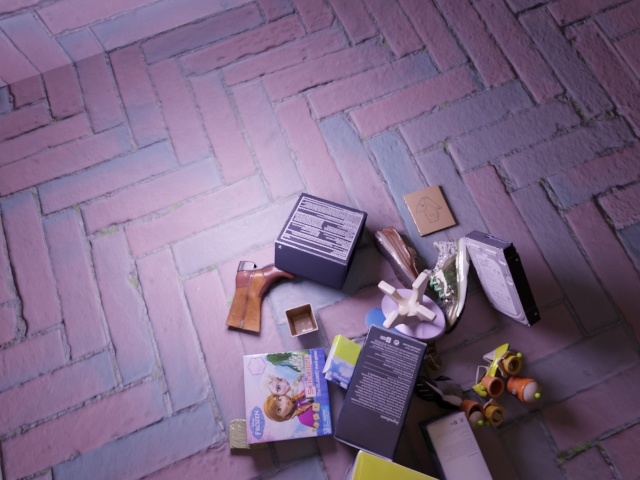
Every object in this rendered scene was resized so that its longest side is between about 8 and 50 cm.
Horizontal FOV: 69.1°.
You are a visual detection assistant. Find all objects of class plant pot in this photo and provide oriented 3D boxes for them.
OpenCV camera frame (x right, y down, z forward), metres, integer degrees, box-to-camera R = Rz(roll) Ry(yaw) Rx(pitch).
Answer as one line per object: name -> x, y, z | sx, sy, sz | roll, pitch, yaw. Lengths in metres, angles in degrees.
plant pot -> -0.074, 0.325, 1.855 | 0.108, 0.096, 0.109 | -16, 71, -3

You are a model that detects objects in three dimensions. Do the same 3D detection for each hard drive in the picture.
hard drive -> 0.674, 0.137, 1.739 | 0.064, 0.237, 0.339 | -29, 109, -9

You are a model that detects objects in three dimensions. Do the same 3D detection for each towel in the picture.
towel -> -0.274, 0.734, 1.763 | 0.147, 0.027, 0.110 | -3, 71, 2

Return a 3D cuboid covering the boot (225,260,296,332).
boot -> -0.239, 0.231, 1.894 | 0.263, 0.096, 0.281 | 7, 73, 4

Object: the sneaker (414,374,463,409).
sneaker -> 0.434, 0.543, 1.715 | 0.100, 0.271, 0.108 | -19, 49, 43

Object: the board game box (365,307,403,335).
board game box -> 0.257, 0.340, 1.851 | 0.168, 0.033, 0.133 | 18, 41, 9

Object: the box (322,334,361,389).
box -> 0.082, 0.469, 1.795 | 0.108, 0.042, 0.178 | 30, 62, -13

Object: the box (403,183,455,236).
box -> 0.472, -0.131, 2.026 | 0.164, 0.021, 0.201 | -19, 73, -4

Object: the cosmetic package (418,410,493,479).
cosmetic package -> 0.494, 0.801, 1.624 | 0.155, 0.197, 0.366 | -18, 71, -4

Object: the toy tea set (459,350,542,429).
toy tea set -> 0.666, 0.573, 1.684 | 0.336, 0.124, 0.200 | -40, 107, -15

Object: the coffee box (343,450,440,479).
coffee box -> 0.215, 0.927, 1.472 | 0.337, 0.335, 0.338 | 18, 53, 7

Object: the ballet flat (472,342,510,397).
ballet flat -> 0.652, 0.486, 1.787 | 0.077, 0.077, 0.231 | 26, 76, 15

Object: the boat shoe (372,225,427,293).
boat shoe -> 0.346, 0.075, 1.912 | 0.116, 0.123, 0.325 | -30, 78, -15

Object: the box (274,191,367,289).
box -> 0.000, 0.000, 1.872 | 0.296, 0.183, 0.294 | 18, 49, 9

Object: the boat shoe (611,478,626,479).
boat shoe -> 1.110, 0.879, 1.651 | 0.141, 0.049, 0.040 | 8, 72, 2

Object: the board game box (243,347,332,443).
board game box -> -0.128, 0.586, 1.770 | 0.317, 0.066, 0.319 | -5, 71, -6

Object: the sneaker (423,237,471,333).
sneaker -> 0.502, 0.173, 1.878 | 0.181, 0.158, 0.411 | 6, 67, 19

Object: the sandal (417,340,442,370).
sandal -> 0.428, 0.423, 1.833 | 0.072, 0.049, 0.180 | -19, 86, 2

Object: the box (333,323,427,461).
box -> 0.208, 0.539, 1.670 | 0.211, 0.293, 0.396 | 18, 73, 9

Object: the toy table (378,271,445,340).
toy table -> 0.335, 0.254, 1.761 | 0.274, 0.161, 0.252 | 17, 67, 33
